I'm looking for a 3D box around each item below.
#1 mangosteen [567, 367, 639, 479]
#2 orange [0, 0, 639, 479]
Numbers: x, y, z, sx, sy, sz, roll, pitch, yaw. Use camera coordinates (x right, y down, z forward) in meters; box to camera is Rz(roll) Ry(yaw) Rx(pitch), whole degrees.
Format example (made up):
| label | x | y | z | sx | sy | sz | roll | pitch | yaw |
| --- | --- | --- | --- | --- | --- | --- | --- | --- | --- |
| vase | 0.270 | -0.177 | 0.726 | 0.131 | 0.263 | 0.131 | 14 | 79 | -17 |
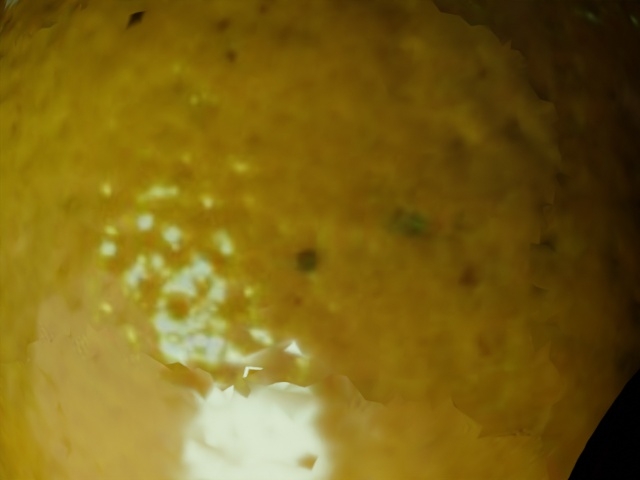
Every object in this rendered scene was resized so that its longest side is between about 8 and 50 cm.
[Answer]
| label | x | y | z | sx | sy | sz | roll | pitch | yaw |
| --- | --- | --- | --- | --- | --- | --- | --- | --- | --- |
| mangosteen | 0.212 | 0.190 | 0.527 | 0.382 | 0.435 | 0.382 | 27 | -146 | -21 |
| orange | 0.000 | 0.000 | 0.759 | 0.424 | 0.326 | 0.424 | 2 | -90 | -81 |
